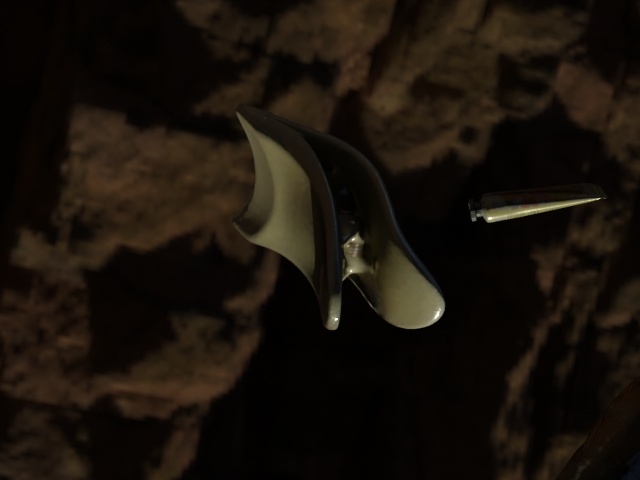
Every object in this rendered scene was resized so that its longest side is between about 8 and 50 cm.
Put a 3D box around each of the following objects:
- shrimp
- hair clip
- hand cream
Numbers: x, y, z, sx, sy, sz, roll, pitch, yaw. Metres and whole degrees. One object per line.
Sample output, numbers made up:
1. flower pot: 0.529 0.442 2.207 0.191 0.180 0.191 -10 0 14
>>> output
1. shrimp: 0.237 0.207 1.241 0.262 0.198 0.051 -50 -141 1
2. hair clip: 0.014 -0.009 1.707 0.282 0.113 0.172 -125 -151 -42
3. hand cream: 0.162 -0.031 1.247 0.035 0.102 0.022 -90 171 -74
